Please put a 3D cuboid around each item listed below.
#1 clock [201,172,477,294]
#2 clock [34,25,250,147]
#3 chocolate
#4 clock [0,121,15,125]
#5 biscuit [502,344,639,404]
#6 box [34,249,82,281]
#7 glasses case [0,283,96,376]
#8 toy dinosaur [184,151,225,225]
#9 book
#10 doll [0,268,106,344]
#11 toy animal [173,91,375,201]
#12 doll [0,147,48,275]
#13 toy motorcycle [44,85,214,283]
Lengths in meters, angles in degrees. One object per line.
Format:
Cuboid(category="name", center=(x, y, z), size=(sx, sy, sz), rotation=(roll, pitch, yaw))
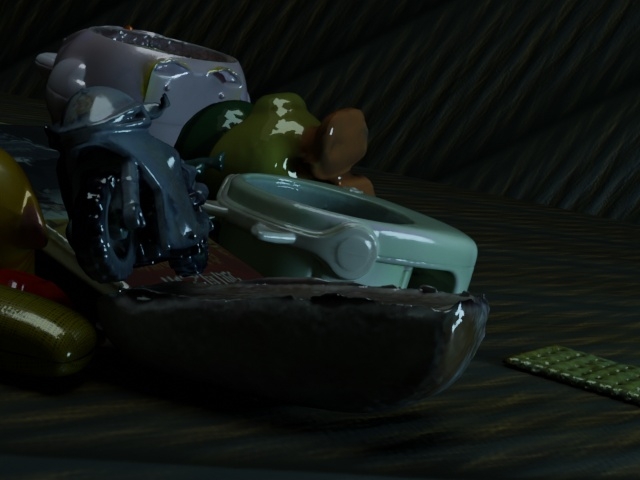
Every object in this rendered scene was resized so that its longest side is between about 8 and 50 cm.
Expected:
Cuboid(category="clock", center=(0.000, 0.000, 1.666), size=(0.324, 0.109, 0.265), rotation=(6, 14, -43))
Cuboid(category="clock", center=(-0.317, -0.231, 2.450), size=(0.368, 0.251, 0.376), rotation=(4, 16, -35))
Cuboid(category="chocolate", center=(-0.021, 0.077, 1.116), size=(0.303, 0.100, 0.185), rotation=(4, 6, 14))
Cuboid(category="clock", center=(-0.477, -0.089, 1.664), size=(0.348, 0.117, 0.286), rotation=(10, 8, 0))
Cuboid(category="biscuit", center=(0.315, 0.144, 1.429), size=(0.231, 0.016, 0.139), rotation=(15, 10, 31))
Cuboid(category="box", center=(-0.316, 0.004, 1.467), size=(0.269, 0.043, 0.152), rotation=(7, 8, -26))
Cuboid(category="glasses case", center=(-0.282, 0.056, 1.062), size=(0.234, 0.064, 0.079), rotation=(13, 13, 11))
Cuboid(category="toy dinosaur", center=(-0.295, -0.053, 1.798), size=(0.330, 0.129, 0.383), rotation=(2, 5, 5))
Cuboid(category="book", center=(-0.225, -0.021, 1.431), size=(0.374, 0.028, 0.262), rotation=(34, 15, 20))
Cuboid(category="doll", center=(-0.256, 0.048, 1.142), size=(0.169, 0.057, 0.109), rotation=(23, -11, 1))
Cuboid(category="toy animal", center=(-0.088, -0.097, 1.989), size=(0.191, 0.216, 0.338), rotation=(-25, 25, -35))
Cuboid(category="doll", center=(-0.377, -0.032, 1.233), size=(0.269, 0.162, 0.166), rotation=(3, -16, -14))
Cuboid(category="toy motorcycle", center=(-0.151, -0.044, 1.166), size=(0.106, 0.159, 0.270), rotation=(-13, -1, 12))
